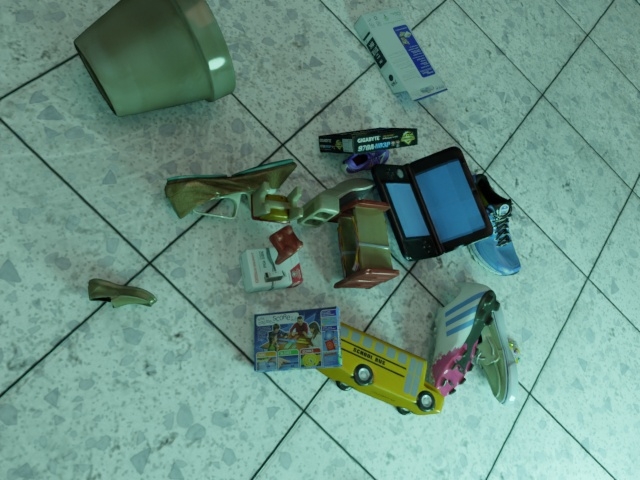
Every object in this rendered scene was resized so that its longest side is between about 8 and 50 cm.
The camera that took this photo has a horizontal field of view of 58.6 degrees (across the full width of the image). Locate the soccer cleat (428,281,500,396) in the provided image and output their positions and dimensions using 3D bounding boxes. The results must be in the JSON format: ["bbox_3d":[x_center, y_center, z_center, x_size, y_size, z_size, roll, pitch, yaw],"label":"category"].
[{"bbox_3d":[0.357,0.262,1.543,0.116,0.143,0.331,42,75,-44],"label":"soccer cleat"}]

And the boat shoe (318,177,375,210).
[{"bbox_3d":[0.075,-0.121,1.581,0.206,0.075,0.064,-24,125,-36],"label":"boat shoe"}]

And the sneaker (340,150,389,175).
[{"bbox_3d":[0.138,-0.231,1.634,0.170,0.071,0.068,-26,84,-32],"label":"sneaker"}]

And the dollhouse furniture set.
[{"bbox_3d":[0.000,0.000,1.413,0.374,0.152,0.201,6,68,-29],"label":"dollhouse furniture set"}]

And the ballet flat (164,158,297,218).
[{"bbox_3d":[-0.210,-0.119,1.413,0.343,0.116,0.124,-14,98,-29],"label":"ballet flat"}]

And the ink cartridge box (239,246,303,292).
[{"bbox_3d":[-0.121,0.069,1.403,0.135,0.056,0.099,-5,74,-28],"label":"ink cartridge box"}]

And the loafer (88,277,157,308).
[{"bbox_3d":[-0.432,0.124,1.238,0.148,0.056,0.050,14,66,-9],"label":"loafer"}]

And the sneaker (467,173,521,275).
[{"bbox_3d":[0.506,-0.049,1.698,0.130,0.147,0.329,-22,82,-30],"label":"sneaker"}]

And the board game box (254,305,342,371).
[{"bbox_3d":[-0.054,0.229,1.320,0.201,0.035,0.136,-6,70,13],"label":"board game box"}]

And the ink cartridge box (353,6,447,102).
[{"bbox_3d":[0.257,-0.585,1.831,0.165,0.065,0.332,-25,81,-31],"label":"ink cartridge box"}]

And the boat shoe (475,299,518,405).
[{"bbox_3d":[0.467,0.305,1.583,0.094,0.109,0.302,0,61,-10],"label":"boat shoe"}]

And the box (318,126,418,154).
[{"bbox_3d":[0.133,-0.279,1.590,0.220,0.175,0.051,-13,107,-29],"label":"box"}]

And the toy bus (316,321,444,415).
[{"bbox_3d":[0.146,0.323,1.407,0.333,0.108,0.130,25,60,-15],"label":"toy bus"}]

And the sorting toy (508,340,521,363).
[{"bbox_3d":[0.556,0.322,1.649,0.075,0.045,0.083,-13,77,-49],"label":"sorting toy"}]

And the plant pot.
[{"bbox_3d":[-0.401,-0.436,1.345,0.280,0.323,0.323,-32,87,-14],"label":"plant pot"}]

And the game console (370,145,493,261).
[{"bbox_3d":[0.314,-0.111,1.604,0.250,0.173,0.293,-5,72,-49],"label":"game console"}]
